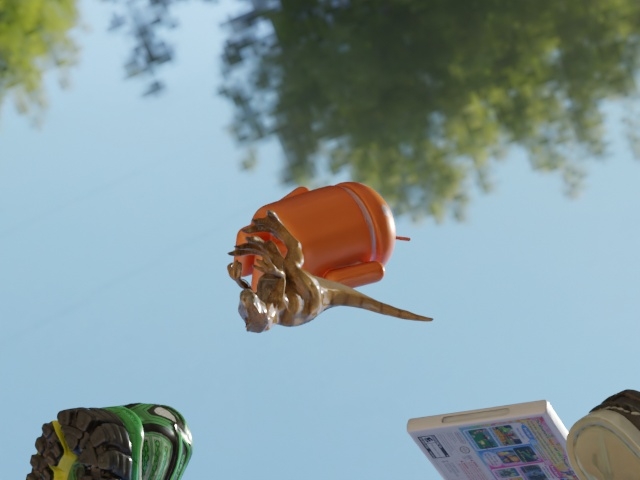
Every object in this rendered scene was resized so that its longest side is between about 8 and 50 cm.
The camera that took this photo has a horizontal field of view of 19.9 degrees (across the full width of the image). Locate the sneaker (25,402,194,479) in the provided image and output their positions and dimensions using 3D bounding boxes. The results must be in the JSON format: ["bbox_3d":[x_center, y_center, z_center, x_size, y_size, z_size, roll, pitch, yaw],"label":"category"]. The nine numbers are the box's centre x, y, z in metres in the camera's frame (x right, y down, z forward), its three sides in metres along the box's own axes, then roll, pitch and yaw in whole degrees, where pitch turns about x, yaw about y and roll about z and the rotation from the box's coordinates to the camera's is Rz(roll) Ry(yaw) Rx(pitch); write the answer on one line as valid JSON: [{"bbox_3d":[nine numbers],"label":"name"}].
[{"bbox_3d":[-0.201,0.296,1.653,0.146,0.344,0.134,-5,-141,-45],"label":"sneaker"}]

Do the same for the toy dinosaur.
[{"bbox_3d":[-0.016,0.038,1.384,0.064,0.112,0.211,-40,162,30],"label":"toy dinosaur"}]

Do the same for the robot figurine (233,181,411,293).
[{"bbox_3d":[-0.001,-0.002,2.248,0.219,0.128,0.158,-17,-173,-29],"label":"robot figurine"}]

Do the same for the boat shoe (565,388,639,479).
[{"bbox_3d":[0.264,0.201,1.251,0.068,0.228,0.081,-29,170,-47],"label":"boat shoe"}]

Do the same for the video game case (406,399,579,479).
[{"bbox_3d":[0.179,0.210,1.772,0.143,0.157,0.019,-11,-131,24],"label":"video game case"}]
